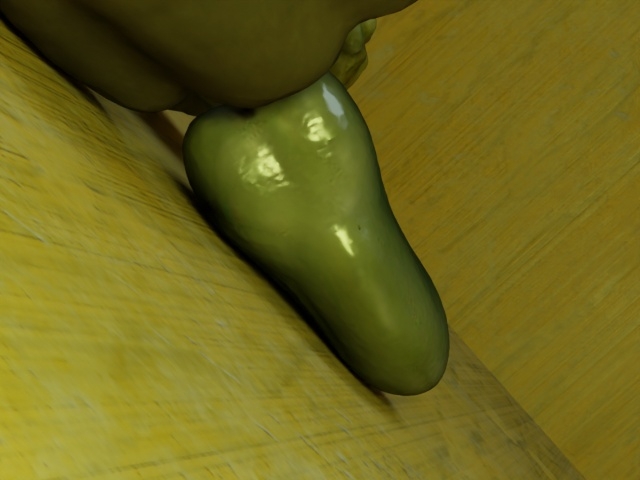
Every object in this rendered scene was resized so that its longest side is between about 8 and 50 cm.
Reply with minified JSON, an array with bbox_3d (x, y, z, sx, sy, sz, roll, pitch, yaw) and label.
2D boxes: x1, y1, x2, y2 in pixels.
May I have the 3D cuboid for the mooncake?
[{"bbox_3d":[-0.062,-0.263,1.089,0.201,0.378,0.378,48,3,-45],"label":"mooncake"}]

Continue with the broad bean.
[{"bbox_3d":[0.000,0.000,1.183,0.263,0.121,0.189,62,-8,-26],"label":"broad bean"}]

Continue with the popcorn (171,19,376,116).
[{"bbox_3d":[-0.097,-0.194,1.366,0.286,0.173,0.225,27,-25,-5],"label":"popcorn"}]
